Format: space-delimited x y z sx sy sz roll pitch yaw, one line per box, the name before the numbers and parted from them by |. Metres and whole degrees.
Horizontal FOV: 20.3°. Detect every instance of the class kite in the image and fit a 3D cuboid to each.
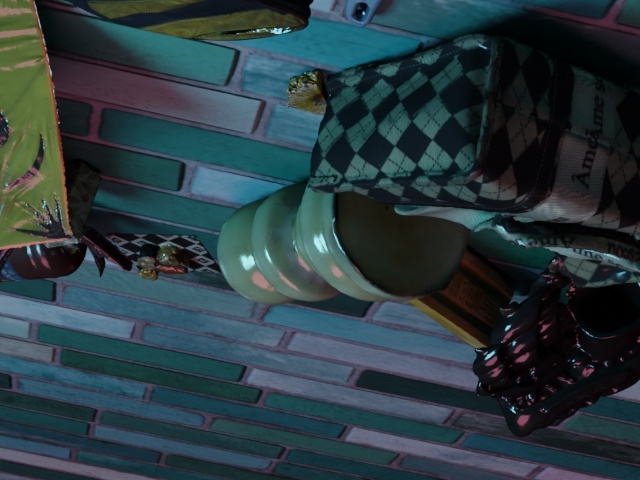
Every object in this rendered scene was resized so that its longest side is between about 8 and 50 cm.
kite | -0.380 -0.096 1.789 0.327 0.013 0.377 38 104 -17

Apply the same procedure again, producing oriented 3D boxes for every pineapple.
pineapple | -0.014 -0.151 1.841 0.045 0.019 0.083 2 160 10

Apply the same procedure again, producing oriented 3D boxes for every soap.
soap | 0.151 0.050 2.157 0.037 0.092 0.252 8 162 42

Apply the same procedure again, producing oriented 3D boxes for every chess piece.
chess piece | 0.000 0.000 2.024 0.182 0.182 0.330 23 159 -29

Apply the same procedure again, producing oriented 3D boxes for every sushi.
sushi | -0.204 0.028 2.337 0.126 0.026 0.120 1 156 18

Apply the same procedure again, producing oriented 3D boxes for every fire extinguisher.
fire extinguisher | -0.400 0.017 2.284 0.341 0.105 0.141 -4 145 31

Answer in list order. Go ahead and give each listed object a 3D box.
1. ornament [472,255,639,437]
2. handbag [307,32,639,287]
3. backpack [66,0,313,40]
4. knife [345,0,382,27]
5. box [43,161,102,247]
ornament | 0.286 0.109 2.141 0.251 0.106 0.260 -29 148 5
handbag | 0.226 -0.056 1.801 0.416 0.180 0.317 18 165 -31
backpack | -0.134 -0.242 1.547 0.258 0.133 0.206 -5 163 45
knife | 0.059 -0.267 1.543 0.044 0.019 0.313 15 155 -6
box | -0.303 -0.042 2.115 0.062 0.098 0.045 -9 145 37
